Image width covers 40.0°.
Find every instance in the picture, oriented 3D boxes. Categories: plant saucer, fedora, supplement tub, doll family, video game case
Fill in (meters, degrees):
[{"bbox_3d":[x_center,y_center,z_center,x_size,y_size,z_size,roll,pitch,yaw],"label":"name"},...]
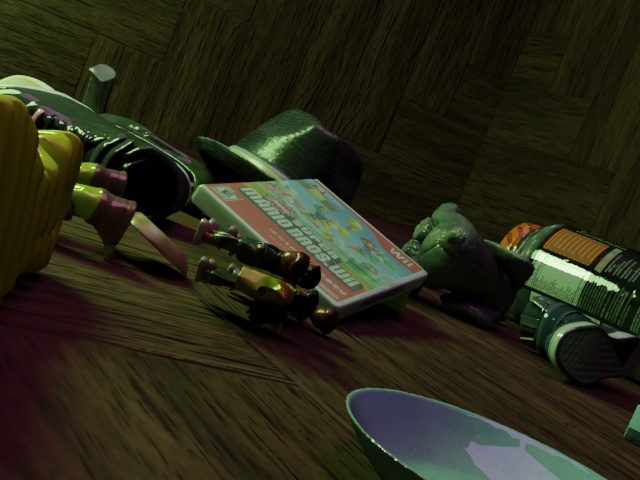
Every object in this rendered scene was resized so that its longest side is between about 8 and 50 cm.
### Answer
[{"bbox_3d":[0.097,0.138,0.473,0.195,0.037,0.195,23,5,-2],"label":"plant saucer"},{"bbox_3d":[-0.035,-0.104,1.343,0.334,0.152,0.334,37,-7,5],"label":"fedora"},{"bbox_3d":[0.480,0.098,1.555,0.338,0.207,0.207,27,7,41],"label":"supplement tub"},{"bbox_3d":[-0.040,0.037,0.764,0.111,0.076,0.193,18,1,11],"label":"doll family"},{"bbox_3d":[-0.149,0.000,0.809,0.083,0.015,0.083,42,-8,7],"label":"plant saucer"},{"bbox_3d":[0.000,0.000,1.025,0.204,0.025,0.285,41,20,16],"label":"video game case"}]

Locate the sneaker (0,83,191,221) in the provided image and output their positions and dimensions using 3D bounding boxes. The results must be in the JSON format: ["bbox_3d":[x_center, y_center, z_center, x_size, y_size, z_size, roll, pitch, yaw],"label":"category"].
[{"bbox_3d":[-0.283,-0.110,1.052,0.295,0.105,0.147,25,-1,-17],"label":"sneaker"}]

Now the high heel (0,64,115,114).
[{"bbox_3d":[-0.455,-0.179,1.414,0.261,0.186,0.093,-24,67,-39],"label":"high heel"}]

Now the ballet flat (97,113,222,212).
[{"bbox_3d":[-0.277,-0.124,1.335,0.280,0.095,0.096,23,14,16],"label":"ballet flat"}]

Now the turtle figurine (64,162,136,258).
[{"bbox_3d":[-0.273,-0.067,0.750,0.217,0.087,0.269,21,2,-27],"label":"turtle figurine"}]

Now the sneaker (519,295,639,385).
[{"bbox_3d":[0.329,0.134,1.227,0.163,0.086,0.226,24,7,42],"label":"sneaker"}]

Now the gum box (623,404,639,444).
[{"bbox_3d":[0.426,0.225,0.933,0.157,0.041,0.184,26,7,34],"label":"gum box"}]

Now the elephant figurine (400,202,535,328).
[{"bbox_3d":[0.255,0.061,1.399,0.239,0.169,0.186,37,32,-11],"label":"elephant figurine"}]

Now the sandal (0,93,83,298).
[{"bbox_3d":[-0.223,-0.029,0.484,0.138,0.126,0.317,18,-2,-10],"label":"sandal"}]

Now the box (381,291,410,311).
[{"bbox_3d":[0.031,0.040,1.177,0.178,0.042,0.109,21,4,1],"label":"box"}]
